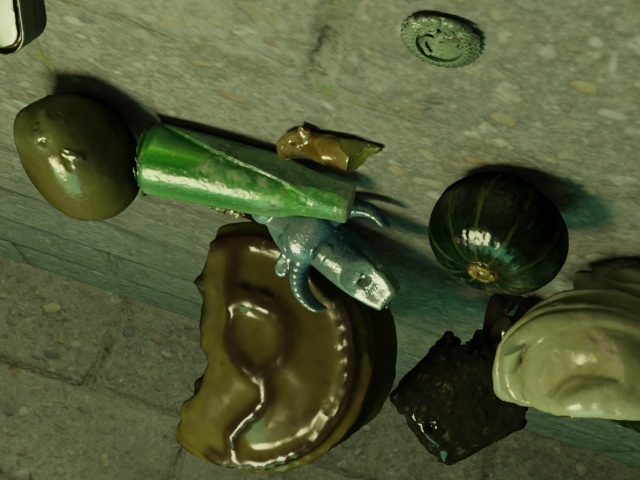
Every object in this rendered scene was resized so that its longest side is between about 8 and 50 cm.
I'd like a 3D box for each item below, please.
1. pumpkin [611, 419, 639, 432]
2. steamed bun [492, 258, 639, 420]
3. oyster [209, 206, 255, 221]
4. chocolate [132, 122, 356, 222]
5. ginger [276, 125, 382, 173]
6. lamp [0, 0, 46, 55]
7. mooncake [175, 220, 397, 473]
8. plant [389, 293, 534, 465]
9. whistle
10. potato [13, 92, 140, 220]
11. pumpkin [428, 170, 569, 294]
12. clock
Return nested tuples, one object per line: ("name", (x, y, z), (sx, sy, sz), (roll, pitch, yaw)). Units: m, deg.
("pumpkin", (0.544, 0.239, 1.445), (0.212, 0.152, 0.211), (34, 168, 9))
("steamed bun", (0.383, 0.128, 1.127), (0.280, 0.207, 0.268), (3, 174, -19))
("oyster", (-0.131, -0.054, 1.401), (0.132, 0.029, 0.086), (18, 171, -16))
("chocolate", (-0.098, -0.083, 1.151), (0.291, 0.110, 0.110), (13, 164, 7))
("ginger", (0.006, -0.110, 1.041), (0.137, 0.044, 0.057), (14, -178, 19))
("lamp", (-0.337, -0.280, 0.607), (0.269, 0.047, 0.266), (15, 135, 6))
("mooncake", (-0.082, 0.170, 1.393), (0.393, 0.394, 0.246), (-30, 171, 20))
("plant", (0.283, 0.222, 1.403), (0.181, 0.321, 0.194), (54, 173, -18))
("whistle", (0.000, 0.000, 1.220), (0.269, 0.180, 0.093), (40, -161, 12))
("potato", (-0.330, -0.116, 1.162), (0.178, 0.160, 0.235), (24, 168, 10))
("pumpkin", (0.208, -0.008, 1.009), (0.167, 0.125, 0.167), (15, 162, 5))
("clock", (0.107, -0.176, 0.760), (0.074, 0.010, 0.083), (15, 165, 9))
